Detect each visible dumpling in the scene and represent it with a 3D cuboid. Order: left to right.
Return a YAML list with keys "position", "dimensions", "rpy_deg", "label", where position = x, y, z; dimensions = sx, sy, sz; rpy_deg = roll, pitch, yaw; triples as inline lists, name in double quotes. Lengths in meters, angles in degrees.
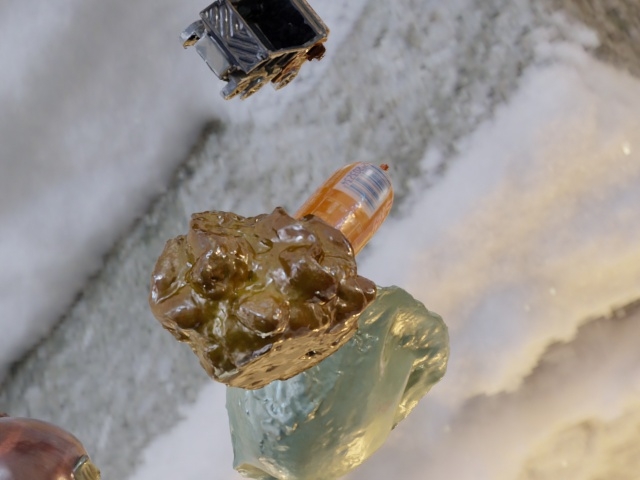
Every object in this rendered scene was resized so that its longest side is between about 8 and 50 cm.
- position: [0.006, 0.116, 1.121]
  dimensions: [0.152, 0.108, 0.219]
  rpy_deg: [19, 134, -4]
  label: "dumpling"

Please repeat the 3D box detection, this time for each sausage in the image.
- position: [0.000, 0.000, 1.443]
  dimensions: [0.234, 0.071, 0.071]
  rpy_deg: [-48, 149, -35]
  label: "sausage"

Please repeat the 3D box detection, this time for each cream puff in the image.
- position: [-0.036, 0.027, 0.863]
  dimensions: [0.122, 0.094, 0.116]
  rpy_deg: [-21, 159, -19]
  label: "cream puff"

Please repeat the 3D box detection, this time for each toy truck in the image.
- position: [-0.061, -0.199, 1.554]
  dimensions: [0.092, 0.083, 0.192]
  rpy_deg: [-41, 174, 23]
  label: "toy truck"

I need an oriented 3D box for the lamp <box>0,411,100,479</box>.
- position: [-0.314, 0.250, 1.513]
  dimensions: [0.223, 0.215, 0.151]
  rpy_deg: [14, 115, -11]
  label: "lamp"
